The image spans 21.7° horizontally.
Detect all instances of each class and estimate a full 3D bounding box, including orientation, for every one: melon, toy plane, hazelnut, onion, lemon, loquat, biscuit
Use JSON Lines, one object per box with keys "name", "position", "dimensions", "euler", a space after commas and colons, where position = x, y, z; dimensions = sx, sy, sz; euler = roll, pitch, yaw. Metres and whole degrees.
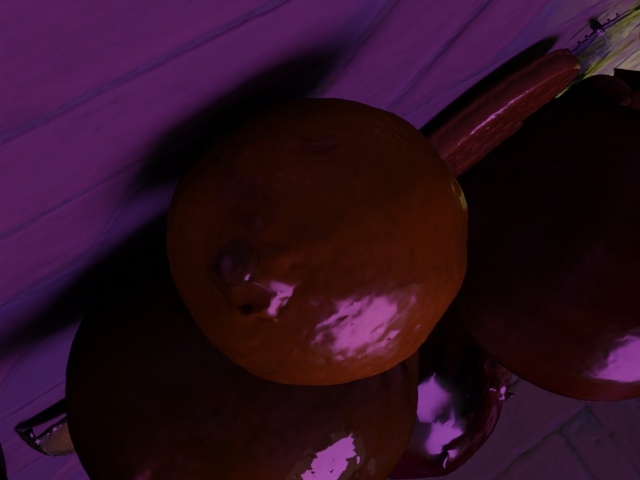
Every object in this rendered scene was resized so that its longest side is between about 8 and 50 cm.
{"name": "melon", "position": [-0.243, 0.184, 1.797], "dimensions": [0.114, 0.053, 0.262], "euler": [-47, 170, 25]}
{"name": "toy plane", "position": [0.296, -0.222, 1.764], "dimensions": [0.078, 0.024, 0.084], "euler": [-37, 168, 13]}
{"name": "hazelnut", "position": [0.311, 0.014, 1.986], "dimensions": [0.366, 0.366, 0.366], "euler": [-35, 174, -4]}
{"name": "onion", "position": [0.059, 0.143, 2.189], "dimensions": [0.385, 0.348, 0.348], "euler": [3, -171, 21]}
{"name": "lemon", "position": [0.000, 0.000, 1.067], "dimensions": [0.188, 0.188, 0.256], "euler": [-38, 167, 20]}
{"name": "loquat", "position": [-0.052, 0.119, 1.288], "dimensions": [0.284, 0.276, 0.276], "euler": [-25, -178, 40]}
{"name": "biscuit", "position": [0.165, -0.118, 1.747], "dimensions": [0.202, 0.044, 0.289], "euler": [-33, 175, -22]}

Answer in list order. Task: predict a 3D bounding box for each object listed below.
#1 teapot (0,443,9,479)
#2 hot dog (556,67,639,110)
{"name": "teapot", "position": [-0.257, 0.341, 1.243], "dimensions": [0.305, 0.362, 0.376], "euler": [-25, 150, -31]}
{"name": "hot dog", "position": [0.338, -0.093, 2.177], "dimensions": [0.107, 0.194, 0.326], "euler": [27, 86, -55]}
